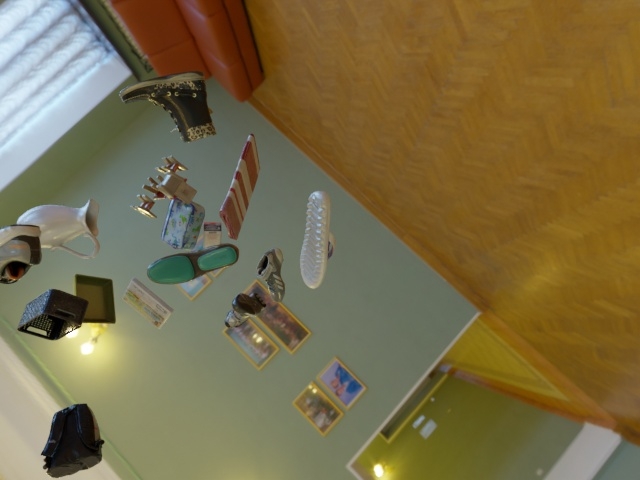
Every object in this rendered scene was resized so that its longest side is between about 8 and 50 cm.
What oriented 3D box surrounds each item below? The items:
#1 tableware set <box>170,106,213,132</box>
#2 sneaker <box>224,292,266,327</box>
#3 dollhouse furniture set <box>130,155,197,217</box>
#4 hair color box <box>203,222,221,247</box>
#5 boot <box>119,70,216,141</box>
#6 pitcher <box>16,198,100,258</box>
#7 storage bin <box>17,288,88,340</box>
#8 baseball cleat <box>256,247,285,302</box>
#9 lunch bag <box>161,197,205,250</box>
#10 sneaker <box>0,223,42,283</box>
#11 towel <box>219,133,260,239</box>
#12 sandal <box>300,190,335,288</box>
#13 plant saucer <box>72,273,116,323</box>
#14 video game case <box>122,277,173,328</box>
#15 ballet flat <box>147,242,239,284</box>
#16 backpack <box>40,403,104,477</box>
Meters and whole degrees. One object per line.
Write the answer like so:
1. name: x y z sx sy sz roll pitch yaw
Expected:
1. tableware set: -0.405 -0.384 1.377 0.154 0.104 0.024 -15 120 35
2. sneaker: -0.256 0.235 1.358 0.086 0.132 0.228 52 -176 11
3. dollhouse furniture set: -0.646 -0.213 1.823 0.135 0.262 0.259 38 160 -34
4. hair color box: -0.442 -0.020 1.756 0.141 0.071 0.043 118 149 -58
5. boot: -0.413 -0.353 1.182 0.085 0.236 0.179 -99 -4 -72
6. pitcher: -0.772 -0.023 1.285 0.125 0.207 0.178 123 137 -81
7. storage bin: -0.817 0.230 1.318 0.122 0.180 0.084 36 -140 -41
8. baseball cleat: -0.169 0.126 1.423 0.072 0.109 0.206 15 117 35
9. lunch bag: -0.617 -0.074 1.915 0.176 0.219 0.090 25 -171 33
10. sneaker: -0.758 0.061 1.004 0.100 0.271 0.108 10 -125 -67
11. towel: -0.290 -0.192 1.572 0.037 0.329 0.237 13 157 3
12. sandal: 0.008 0.006 1.749 0.169 0.102 0.417 36 125 50
13. plant saucer: -0.893 0.237 1.682 0.188 0.045 0.189 33 -138 -69
14. video game case: -0.788 0.290 1.959 0.227 0.026 0.206 41 134 -5
15. ballet flat: -0.477 0.082 1.643 0.124 0.342 0.116 -141 34 -78
16. backpack: -0.707 0.567 1.232 0.182 0.151 0.115 54 138 42
